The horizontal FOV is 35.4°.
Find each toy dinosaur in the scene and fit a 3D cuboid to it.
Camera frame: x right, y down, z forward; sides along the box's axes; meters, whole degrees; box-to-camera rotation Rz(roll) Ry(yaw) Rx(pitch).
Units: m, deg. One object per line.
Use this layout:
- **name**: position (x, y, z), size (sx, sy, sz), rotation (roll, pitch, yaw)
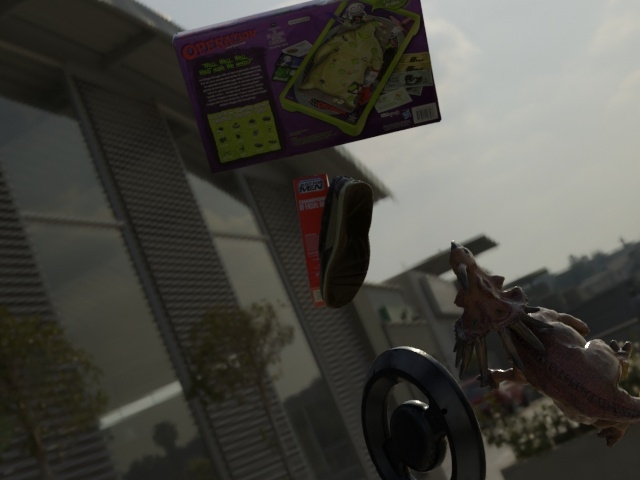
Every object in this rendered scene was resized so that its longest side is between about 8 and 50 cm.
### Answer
- **toy dinosaur**: position (0.251, 0.130, 1.059), size (0.127, 0.295, 0.200), rotation (-62, -24, -2)

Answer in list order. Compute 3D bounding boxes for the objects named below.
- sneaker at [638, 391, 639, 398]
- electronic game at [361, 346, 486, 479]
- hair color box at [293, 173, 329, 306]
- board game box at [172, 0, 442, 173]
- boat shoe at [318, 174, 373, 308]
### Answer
- **sneaker**: position (0.419, 0.170, 1.141), size (0.208, 0.082, 0.094), rotation (-6, -3, -37)
- **electronic game**: position (0.125, 0.246, 1.265), size (0.048, 0.229, 0.229), rotation (-14, -15, -33)
- **hair color box**: position (0.000, 0.000, 1.447), size (0.053, 0.167, 0.093), rotation (-10, -22, 1)
- **board game box**: position (-0.015, -0.231, 1.427), size (0.346, 0.208, 0.056), rotation (-12, 31, 2)
- **boat shoe**: position (0.024, 0.001, 1.113), size (0.056, 0.049, 0.152), rotation (-3, -65, -34)
